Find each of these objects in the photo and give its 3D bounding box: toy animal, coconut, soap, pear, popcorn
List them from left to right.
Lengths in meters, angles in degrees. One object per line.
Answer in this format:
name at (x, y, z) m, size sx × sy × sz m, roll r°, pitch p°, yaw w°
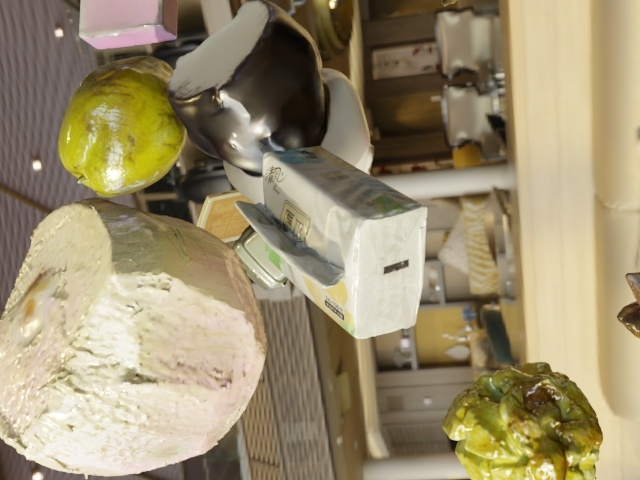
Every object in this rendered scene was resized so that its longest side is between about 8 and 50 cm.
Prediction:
pear at (-0.414, -0.244, 1.620) m, size 0.321 × 0.269 × 0.269 m, roll -60°, pitch -22°, yaw -18°
soap at (-0.368, -0.508, 1.473) m, size 0.081 × 0.181 × 0.259 m, roll 29°, pitch -122°, yaw -73°
coconut at (-0.262, 0.145, 1.128) m, size 0.404 × 0.405 × 0.404 m, roll -5°, pitch -90°, yaw -81°
toy animal at (-0.062, -0.170, 1.139) m, size 0.310 × 0.251 × 0.250 m, roll 45°, pitch -147°, yaw -36°
popcorn at (0.390, 0.357, 1.435) m, size 0.247 × 0.282 × 0.282 m, roll 141°, pitch 132°, yaw -57°

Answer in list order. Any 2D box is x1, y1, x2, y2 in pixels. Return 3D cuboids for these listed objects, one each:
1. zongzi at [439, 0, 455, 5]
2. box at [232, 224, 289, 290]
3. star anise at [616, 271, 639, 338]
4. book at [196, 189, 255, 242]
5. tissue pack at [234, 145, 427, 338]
zongzi at (0.087, -0.495, 1.078) m, size 0.286 × 0.134 × 0.288 m, roll 32°, pitch -155°, yaw -36°
box at (-0.088, 0.001, 1.685) m, size 0.148 × 0.129 × 0.210 m, roll 46°, pitch -146°, yaw -7°
star anise at (0.622, 0.128, 1.198) m, size 0.108 × 0.315 × 0.315 m, roll -61°, pitch -26°, yaw -29°
book at (-0.196, -0.064, 1.855) m, size 0.018 × 0.242 × 0.170 m, roll 48°, pitch 132°, yaw 27°
tissue pack at (0.000, 0.000, 0.907) m, size 0.229 × 0.145 × 0.159 m, roll 39°, pitch 135°, yaw 50°
